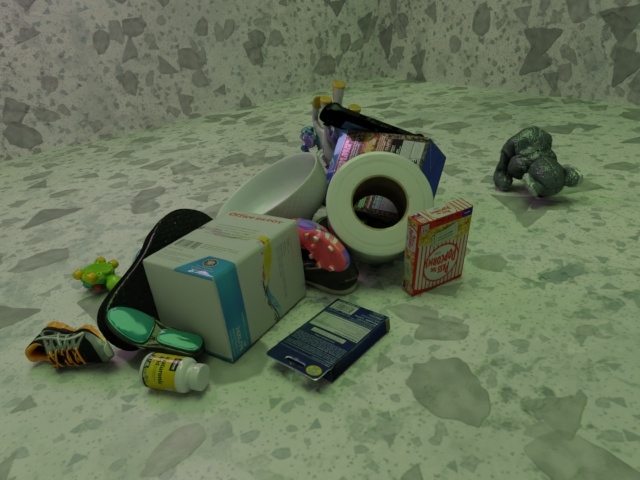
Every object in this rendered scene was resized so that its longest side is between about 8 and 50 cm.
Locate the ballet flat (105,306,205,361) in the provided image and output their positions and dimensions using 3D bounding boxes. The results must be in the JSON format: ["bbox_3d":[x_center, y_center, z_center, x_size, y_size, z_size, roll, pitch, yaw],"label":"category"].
[{"bbox_3d":[-0.325,0.194,0.987,0.203,0.074,0.074,19,29,2],"label":"ballet flat"}]

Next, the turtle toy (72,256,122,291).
[{"bbox_3d":[-0.555,0.094,1.281,0.130,0.066,0.095,9,30,27],"label":"turtle toy"}]

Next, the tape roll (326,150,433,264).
[{"bbox_3d":[0.135,-0.071,1.206,0.246,0.246,0.169,-5,-10,2],"label":"tape roll"}]

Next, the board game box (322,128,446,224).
[{"bbox_3d":[0.173,-0.173,1.438,0.291,0.232,0.141,15,-6,35],"label":"board game box"}]

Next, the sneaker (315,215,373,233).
[{"bbox_3d":[0.059,-0.024,1.364,0.118,0.083,0.222,7,28,25],"label":"sneaker"}]

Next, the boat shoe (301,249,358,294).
[{"bbox_3d":[-0.060,0.047,1.234,0.335,0.096,0.112,9,30,28],"label":"boat shoe"}]

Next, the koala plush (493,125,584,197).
[{"bbox_3d":[0.656,-0.212,1.517,0.196,0.203,0.221,-8,38,-2],"label":"koala plush"}]

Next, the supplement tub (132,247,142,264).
[{"bbox_3d":[-0.431,0.057,1.324,0.107,0.071,0.071,4,28,18],"label":"supplement tub"}]

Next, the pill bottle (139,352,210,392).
[{"bbox_3d":[-0.265,0.243,0.921,0.116,0.065,0.065,3,28,17],"label":"pill bottle"}]

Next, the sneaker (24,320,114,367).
[{"bbox_3d":[-0.501,0.221,1.011,0.214,0.084,0.083,-2,28,29],"label":"sneaker"}]

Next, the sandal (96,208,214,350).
[{"bbox_3d":[-0.378,0.071,1.179,0.107,0.167,0.446,-28,21,33],"label":"sandal"}]

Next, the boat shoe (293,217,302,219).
[{"bbox_3d":[-0.056,-0.005,1.295,0.043,0.137,0.049,15,51,26],"label":"boat shoe"}]

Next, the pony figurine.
[{"bbox_3d":[0.046,-0.306,1.712,0.302,0.364,0.351,-5,41,-15],"label":"pony figurine"}]

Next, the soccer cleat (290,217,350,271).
[{"bbox_3d":[0.000,0.000,1.135,0.095,0.083,0.248,-18,25,-31],"label":"soccer cleat"}]

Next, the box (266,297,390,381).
[{"bbox_3d":[0.017,0.196,0.983,0.136,0.037,0.225,16,33,39],"label":"box"}]

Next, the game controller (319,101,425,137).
[{"bbox_3d":[0.152,-0.323,1.470,0.319,0.067,0.166,18,9,-7],"label":"game controller"}]

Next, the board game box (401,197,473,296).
[{"bbox_3d":[0.255,0.016,1.113,0.146,0.194,0.045,-19,38,-23],"label":"board game box"}]

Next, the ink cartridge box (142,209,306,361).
[{"bbox_3d":[-0.190,0.081,1.080,0.198,0.197,0.270,11,31,31],"label":"ink cartridge box"}]

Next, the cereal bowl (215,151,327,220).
[{"bbox_3d":[-0.120,-0.095,1.422,0.339,0.141,0.339,-26,29,16],"label":"cereal bowl"}]
